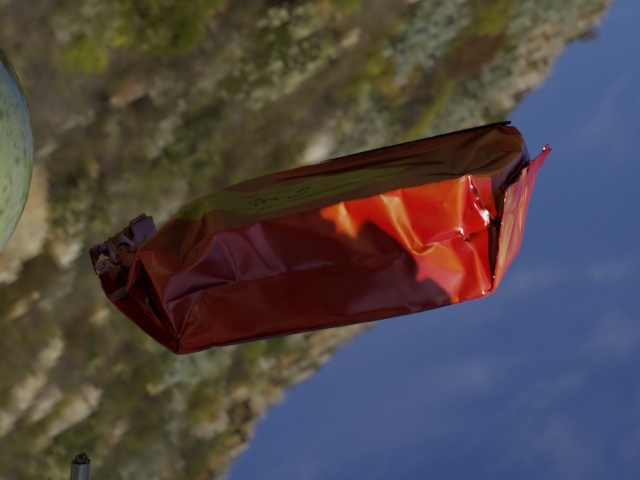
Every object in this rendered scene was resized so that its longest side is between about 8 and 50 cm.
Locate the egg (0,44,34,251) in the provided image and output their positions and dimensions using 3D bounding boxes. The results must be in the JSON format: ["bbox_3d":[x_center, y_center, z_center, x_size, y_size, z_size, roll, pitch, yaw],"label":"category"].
[{"bbox_3d":[-0.243,-0.060,0.905,0.177,0.177,0.228,-31,-133,-8],"label":"egg"}]

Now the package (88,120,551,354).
[{"bbox_3d":[0.001,-0.001,1.621,0.423,0.123,0.196,-11,-167,19],"label":"package"}]

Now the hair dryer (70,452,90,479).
[{"bbox_3d":[-0.155,0.179,1.153,0.047,0.083,0.026,4,-170,0],"label":"hair dryer"}]
